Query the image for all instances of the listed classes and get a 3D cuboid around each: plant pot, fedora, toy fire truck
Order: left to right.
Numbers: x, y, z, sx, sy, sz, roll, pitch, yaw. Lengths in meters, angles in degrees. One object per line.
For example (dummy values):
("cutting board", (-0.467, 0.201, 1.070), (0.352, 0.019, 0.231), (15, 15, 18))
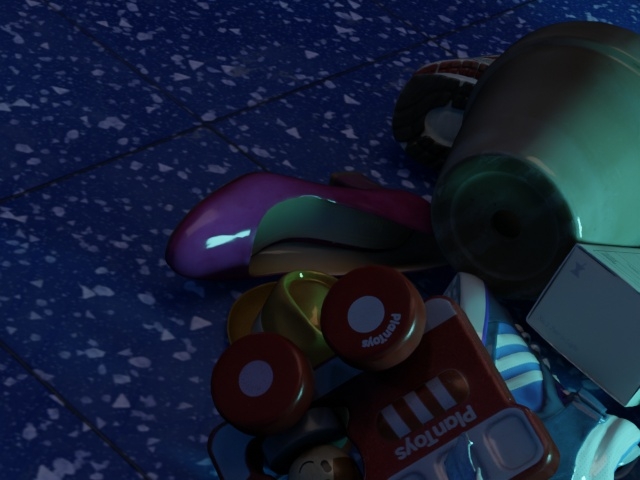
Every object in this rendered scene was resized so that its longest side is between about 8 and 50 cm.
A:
("fedora", (-0.011, 0.092, 1.752), (0.194, 0.079, 0.194), (12, 37, -9))
("toy fire truck", (0.048, 0.192, 1.516), (0.302, 0.169, 0.254), (-32, 58, 5))
("plant pot", (0.279, -0.070, 1.881), (0.323, 0.323, 0.280), (30, 37, 16))

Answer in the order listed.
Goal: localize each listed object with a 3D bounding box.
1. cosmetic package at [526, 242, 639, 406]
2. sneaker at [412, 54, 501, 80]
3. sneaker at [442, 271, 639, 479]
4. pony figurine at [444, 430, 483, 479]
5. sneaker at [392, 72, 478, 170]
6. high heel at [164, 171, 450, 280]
("cosmetic package", (0.387, 0.095, 1.804), (0.160, 0.113, 0.309), (43, 22, 29))
("sneaker", (0.234, -0.228, 2.295), (0.225, 0.088, 0.093), (0, 19, -23))
("sneaker", (0.234, 0.182, 1.719), (0.236, 0.130, 0.323), (23, 30, -11))
("pony figurine", (0.127, 0.385, 1.303), (0.363, 0.303, 0.351), (20, 42, -24))
("sneaker", (0.300, -0.142, 2.161), (0.410, 0.158, 0.182), (22, 18, -3))
("high heel", (0.000, 0.000, 1.831), (0.181, 0.127, 0.377), (32, 35, 32))
